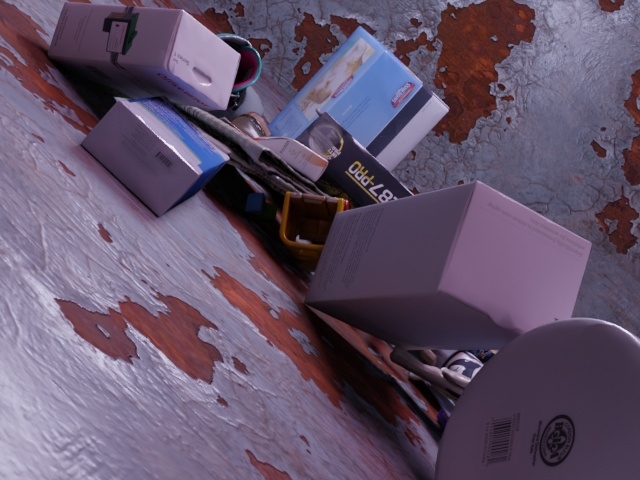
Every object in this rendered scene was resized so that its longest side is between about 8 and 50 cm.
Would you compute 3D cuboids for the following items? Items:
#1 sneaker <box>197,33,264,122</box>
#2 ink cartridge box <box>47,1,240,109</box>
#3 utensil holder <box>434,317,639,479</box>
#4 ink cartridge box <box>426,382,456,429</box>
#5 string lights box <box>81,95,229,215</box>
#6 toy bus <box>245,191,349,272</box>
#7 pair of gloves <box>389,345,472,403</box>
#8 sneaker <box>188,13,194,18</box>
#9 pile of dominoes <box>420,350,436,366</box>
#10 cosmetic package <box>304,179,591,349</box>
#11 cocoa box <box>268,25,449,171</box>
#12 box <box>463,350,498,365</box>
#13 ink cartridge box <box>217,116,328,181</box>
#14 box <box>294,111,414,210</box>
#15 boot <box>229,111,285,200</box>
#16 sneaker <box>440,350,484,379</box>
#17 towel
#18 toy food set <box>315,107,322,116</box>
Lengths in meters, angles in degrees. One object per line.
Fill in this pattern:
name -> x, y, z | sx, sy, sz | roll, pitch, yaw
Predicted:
sneaker -> -0.167, -0.302, 2.102 | 0.178, 0.124, 0.295 | 0, -17, 40
ink cartridge box -> -0.248, -0.262, 1.588 | 0.219, 0.093, 0.160 | 10, -10, 30
utensil holder -> 0.369, 0.310, 1.285 | 0.385, 0.327, 0.328 | 37, 11, -30
ink cartridge box -> 0.242, 0.313, 1.573 | 0.208, 0.045, 0.206 | 36, 10, -27
string lights box -> -0.208, -0.118, 1.464 | 0.133, 0.077, 0.260 | 44, 9, -3
toy bus -> -0.007, -0.004, 1.733 | 0.202, 0.104, 0.191 | 20, -18, -34
pair of gloves -> 0.211, 0.223, 1.657 | 0.204, 0.042, 0.240 | 27, -9, 22
sneaker -> -0.329, -0.449, 2.351 | 0.100, 0.108, 0.271 | 48, 11, 11
pile of dominoes -> 0.127, 0.121, 1.810 | 0.196, 0.040, 0.251 | 45, -3, 10
cosmetic package -> 0.155, 0.048, 1.472 | 0.196, 0.155, 0.365 | 27, -17, -23
cocoa box -> 0.078, -0.283, 2.610 | 0.228, 0.347, 0.231 | 39, 10, -27
box -> 0.283, 0.178, 2.381 | 0.233, 0.044, 0.159 | 39, 10, -28
ink cartridge box -> -0.081, -0.162, 1.813 | 0.179, 0.045, 0.145 | 36, -2, -12
box -> 0.087, -0.068, 2.165 | 0.318, 0.097, 0.395 | 46, -7, 5
boot -> -0.110, -0.136, 2.079 | 0.219, 0.082, 0.106 | 54, 35, 6
sneaker -> 0.306, 0.285, 1.846 | 0.235, 0.094, 0.153 | 42, 10, -9
towel -> -0.130, -0.136, 1.825 | 0.324, 0.056, 0.312 | 32, -2, 35
toy food set -> 0.052, -0.176, 2.218 | 0.192, 0.038, 0.132 | 45, 1, 17
